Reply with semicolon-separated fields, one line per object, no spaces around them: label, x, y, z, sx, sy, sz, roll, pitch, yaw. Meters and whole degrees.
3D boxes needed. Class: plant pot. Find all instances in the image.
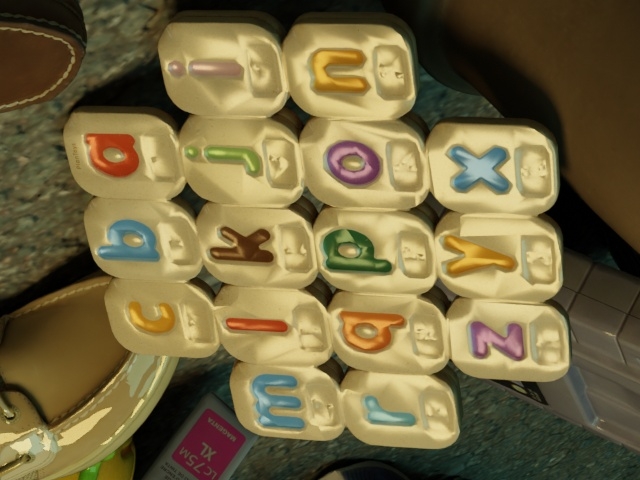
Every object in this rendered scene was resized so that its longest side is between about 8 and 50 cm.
plant pot;0.191;-0.111;0.977;0.263;0.229;0.263;-22;155;-11

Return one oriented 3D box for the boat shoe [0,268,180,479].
boat shoe;-0.214;0.108;1.151;0.302;0.109;0.098;-33;156;26

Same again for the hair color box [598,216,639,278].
hair color box;0.280;-0.003;1.324;0.105;0.174;0.347;-29;154;4

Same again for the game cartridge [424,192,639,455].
game cartridge;0.180;0.080;1.348;0.068;0.230;0.355;-65;157;-13

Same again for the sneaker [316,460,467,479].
sneaker;0.056;0.325;1.785;0.182;0.127;0.315;-37;154;17

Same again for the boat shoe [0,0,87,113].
boat shoe;-0.246;-0.063;0.780;0.324;0.116;0.123;-8;149;-34

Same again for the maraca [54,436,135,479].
maraca;-0.172;0.143;1.236;0.099;0.127;0.186;10;133;-26

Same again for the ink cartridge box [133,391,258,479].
ink cartridge box;-0.174;0.267;1.326;0.311;0.065;0.186;-50;-179;-40

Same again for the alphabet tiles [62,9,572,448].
alphabet tiles;0.000;0.000;1.004;0.277;0.021;0.284;2;125;17
